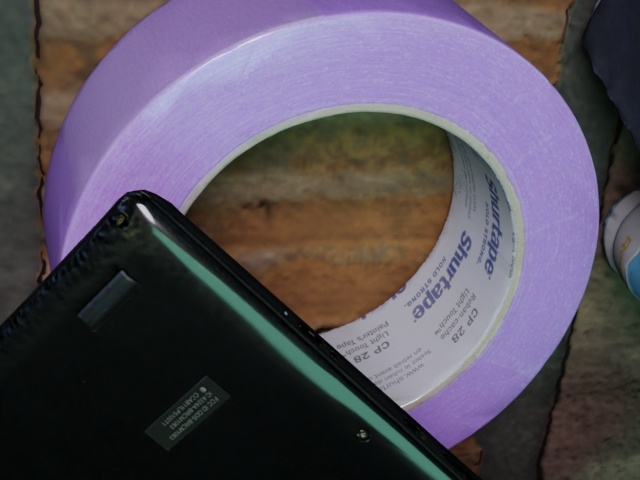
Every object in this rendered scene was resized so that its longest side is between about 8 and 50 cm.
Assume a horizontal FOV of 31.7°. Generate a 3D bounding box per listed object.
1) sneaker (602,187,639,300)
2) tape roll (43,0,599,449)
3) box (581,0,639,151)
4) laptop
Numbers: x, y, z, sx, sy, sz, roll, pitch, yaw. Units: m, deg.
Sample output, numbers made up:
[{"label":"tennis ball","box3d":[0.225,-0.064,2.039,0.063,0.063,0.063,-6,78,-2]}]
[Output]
[{"label":"sneaker","box3d":[0.286,-0.007,0.646,0.229,0.092,0.087,-18,112,5]},{"label":"tape roll","box3d":[0.000,0.000,0.584,0.275,0.090,0.274,-8,122,-13]},{"label":"box","box3d":[0.432,-0.169,0.421,0.480,0.297,0.471,-5,145,-15]},{"label":"laptop","box3d":[-0.031,0.180,0.634,0.408,0.236,0.382,42,116,-11]}]
